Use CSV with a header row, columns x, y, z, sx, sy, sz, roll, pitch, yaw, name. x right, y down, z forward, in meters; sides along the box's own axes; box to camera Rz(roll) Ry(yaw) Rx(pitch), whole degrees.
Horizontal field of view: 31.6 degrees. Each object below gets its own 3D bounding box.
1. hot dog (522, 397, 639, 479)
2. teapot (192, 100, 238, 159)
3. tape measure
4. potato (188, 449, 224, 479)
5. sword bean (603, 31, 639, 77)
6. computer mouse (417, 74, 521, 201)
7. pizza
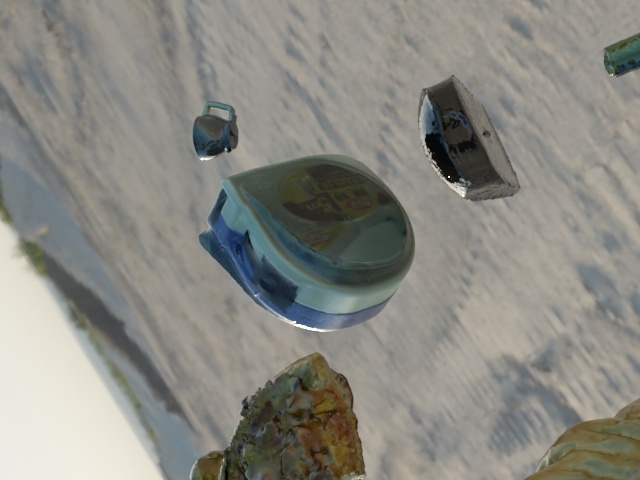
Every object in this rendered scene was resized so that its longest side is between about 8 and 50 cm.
x,y,z,sx,sy,sz,roll,pitch,yaw,name
0.309,0.323,1.009,0.196,0.367,0.365,-1,108,58,hot dog
-0.150,-0.161,1.645,0.066,0.057,0.088,41,-131,-68,teapot
-0.001,-0.002,1.625,0.262,0.259,0.138,51,141,29,tape measure
-0.120,0.265,1.295,0.046,0.045,0.092,38,-159,27,potato
0.439,-0.227,1.211,0.043,0.269,0.038,65,-165,-50,sword bean
0.204,-0.134,1.616,0.168,0.087,0.295,67,-162,12,computer mouse
-0.045,0.254,1.121,0.161,0.305,0.086,27,-167,39,pizza
